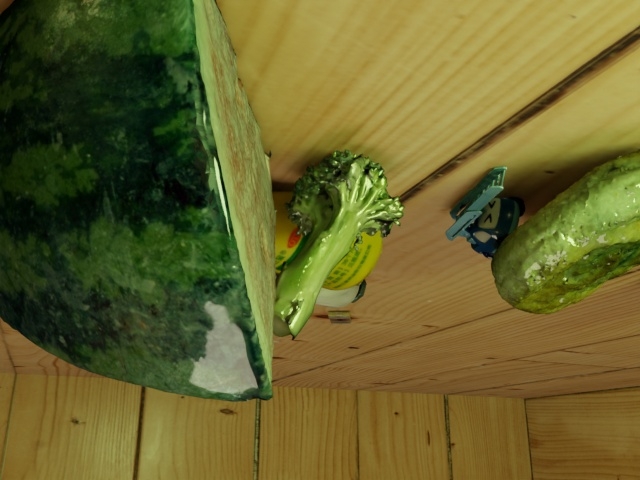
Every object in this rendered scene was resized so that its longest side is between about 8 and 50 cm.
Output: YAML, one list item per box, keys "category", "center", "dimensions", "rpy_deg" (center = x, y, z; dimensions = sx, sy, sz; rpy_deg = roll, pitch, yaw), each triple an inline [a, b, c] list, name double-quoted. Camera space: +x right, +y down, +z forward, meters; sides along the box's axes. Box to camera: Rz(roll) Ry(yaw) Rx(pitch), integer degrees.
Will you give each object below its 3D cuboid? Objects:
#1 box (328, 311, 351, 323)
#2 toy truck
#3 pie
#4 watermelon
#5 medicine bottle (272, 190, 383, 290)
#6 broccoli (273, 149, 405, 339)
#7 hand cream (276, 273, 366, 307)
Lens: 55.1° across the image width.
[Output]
- category: "box"
  center: [0.042, 0.167, 1.325]
  dimensions: [0.046, 0.012, 0.083]
  rpy_deg: [0, 162, 5]
- category: "toy truck"
  center: [0.199, -0.031, 0.693]
  dimensions: [0.074, 0.063, 0.136]
  rpy_deg: [20, 154, -5]
- category: "pie"
  center: [0.311, 0.001, 0.661]
  dimensions: [0.277, 0.078, 0.277]
  rpy_deg: [-16, 151, -9]
- category: "watermelon"
  center: [-0.131, -0.011, 0.469]
  dimensions: [0.283, 0.250, 0.292]
  rpy_deg: [-5, 157, 32]
- category: "medicine bottle"
  center: [-0.063, -0.018, 0.692]
  dimensions: [0.309, 0.076, 0.111]
  rpy_deg: [20, 116, -35]
- category: "broccoli"
  center: [0.001, 0.002, 0.585]
  dimensions: [0.122, 0.204, 0.118]
  rpy_deg: [-16, 123, 41]
- category: "hand cream"
  center: [-0.046, 0.035, 0.821]
  dimensions: [0.076, 0.121, 0.336]
  rpy_deg: [-46, 145, 17]
